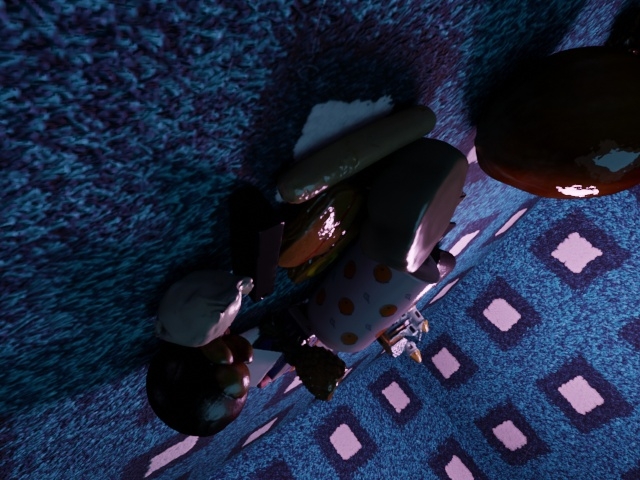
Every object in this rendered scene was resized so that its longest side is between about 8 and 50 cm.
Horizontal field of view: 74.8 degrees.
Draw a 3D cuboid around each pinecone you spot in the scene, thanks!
[{"bbox_3d":[0.850,-0.487,1.082,0.221,0.221,0.221,-33,156,-17],"label":"pinecone"}]

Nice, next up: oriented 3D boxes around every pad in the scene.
[{"bbox_3d":[-0.218,0.291,0.966,0.232,0.004,0.156,17,124,-31],"label":"pad"}]

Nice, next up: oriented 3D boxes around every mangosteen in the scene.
[{"bbox_3d":[-0.223,0.263,0.798,0.210,0.210,0.210,-33,156,-17],"label":"mangosteen"}]

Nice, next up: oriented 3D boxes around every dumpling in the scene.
[{"bbox_3d":[-0.186,0.105,0.683,0.199,0.118,0.136,-21,-175,32],"label":"dumpling"}]

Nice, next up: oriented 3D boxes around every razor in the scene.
[{"bbox_3d":[0.428,0.110,1.614,0.189,0.107,0.327,-47,156,13],"label":"razor"}]

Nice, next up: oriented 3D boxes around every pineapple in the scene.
[{"bbox_3d":[-0.054,0.280,1.025,0.125,0.251,0.125,-46,159,-24],"label":"pineapple"}]

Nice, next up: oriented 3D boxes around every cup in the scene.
[{"bbox_3d":[0.113,0.131,1.060,0.212,0.212,0.317,-5,140,-54],"label":"cup"}]

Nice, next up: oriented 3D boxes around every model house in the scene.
[{"bbox_3d":[0.378,0.425,1.919,0.253,0.291,0.184,-29,160,-25],"label":"model house"}]

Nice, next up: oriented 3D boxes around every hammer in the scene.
[{"bbox_3d":[-0.187,0.480,1.448,0.083,0.043,0.043,-19,150,-43],"label":"hammer"}]

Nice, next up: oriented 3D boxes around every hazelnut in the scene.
[{"bbox_3d":[0.524,-0.237,0.895,0.366,0.366,0.365,-33,156,-17],"label":"hazelnut"}]

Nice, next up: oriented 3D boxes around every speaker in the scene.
[{"bbox_3d":[-0.105,0.016,0.673,0.044,0.082,0.218,-29,154,-27],"label":"speaker"}]

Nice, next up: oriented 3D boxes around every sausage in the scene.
[{"bbox_3d":[0.062,-0.143,0.670,0.301,0.066,0.065,-33,156,-23],"label":"sausage"}]

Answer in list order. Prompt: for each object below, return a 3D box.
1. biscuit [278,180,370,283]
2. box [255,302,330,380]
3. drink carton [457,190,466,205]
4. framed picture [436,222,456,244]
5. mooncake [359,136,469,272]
[{"bbox_3d":[0.001,0.001,0.810,0.262,0.052,0.277,-48,163,15],"label":"biscuit"},{"bbox_3d":[-0.025,0.275,1.245,0.299,0.106,0.200,-4,137,-53],"label":"box"},{"bbox_3d":[0.322,-0.086,1.166,0.056,0.071,0.165,-12,146,-44],"label":"drink carton"},{"bbox_3d":[0.354,0.024,1.496,0.244,0.013,0.324,-51,156,24],"label":"framed picture"},{"bbox_3d":[0.176,-0.068,0.811,0.275,0.135,0.274,-49,154,-34],"label":"mooncake"}]
